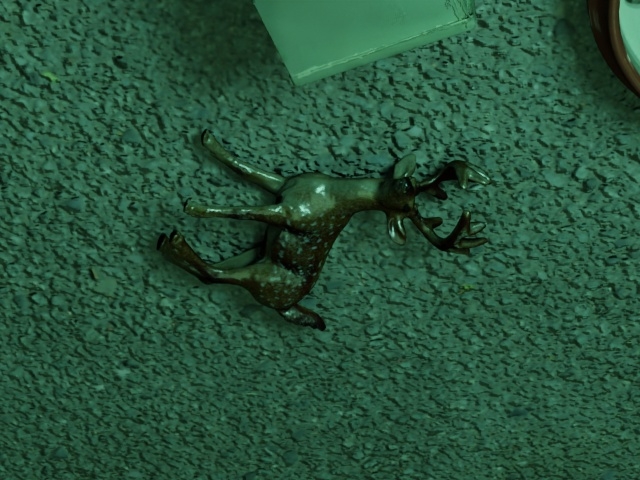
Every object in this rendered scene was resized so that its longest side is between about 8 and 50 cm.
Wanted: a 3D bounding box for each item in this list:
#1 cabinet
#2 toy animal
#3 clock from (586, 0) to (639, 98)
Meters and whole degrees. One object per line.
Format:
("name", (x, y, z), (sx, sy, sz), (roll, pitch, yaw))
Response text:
("cabinet", (0.011, -0.253, 1.105), (0.150, 0.145, 0.206), (-16, 128, 16))
("toy animal", (0.002, -0.016, 1.368), (0.260, 0.087, 0.243), (15, 143, -14))
("clock", (0.364, -0.210, 1.179), (0.318, 0.080, 0.318), (0, 136, 0))
